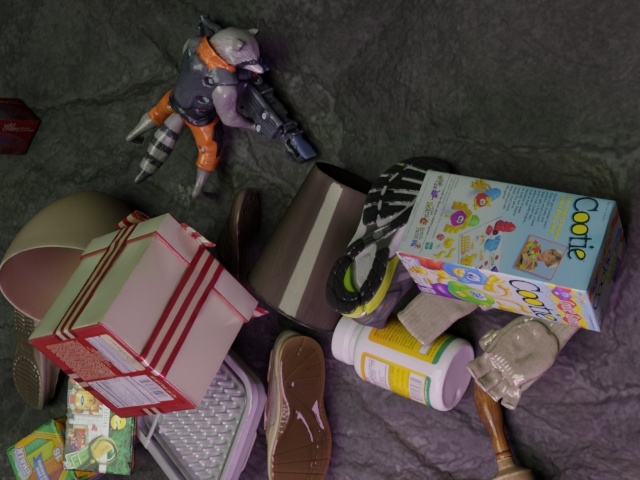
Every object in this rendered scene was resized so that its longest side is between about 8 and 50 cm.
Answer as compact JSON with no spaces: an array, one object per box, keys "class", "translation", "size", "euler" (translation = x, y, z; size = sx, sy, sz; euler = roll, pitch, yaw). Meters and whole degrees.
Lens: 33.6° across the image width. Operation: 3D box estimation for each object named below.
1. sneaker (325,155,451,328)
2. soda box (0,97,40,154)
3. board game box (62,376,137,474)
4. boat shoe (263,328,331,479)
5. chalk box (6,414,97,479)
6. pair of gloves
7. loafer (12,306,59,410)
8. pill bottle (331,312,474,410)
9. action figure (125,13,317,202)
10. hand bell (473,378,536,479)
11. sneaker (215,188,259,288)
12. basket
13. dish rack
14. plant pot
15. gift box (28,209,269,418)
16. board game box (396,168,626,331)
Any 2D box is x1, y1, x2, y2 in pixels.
[{"class":"sneaker","translation":[0.115,0.002,1.641],"size":[0.111,0.121,0.300],"euler":[23,74,34]},{"class":"soda box","translation":[-0.689,-0.228,2.089],"size":[0.083,0.263,0.092],"euler":[43,115,23]},{"class":"board game box","translation":[-0.408,0.303,1.988],"size":[0.136,0.030,0.260],"euler":[2,87,6]},{"class":"boat shoe","translation":[-0.047,0.304,1.819],"size":[0.098,0.109,0.302],"euler":[-161,70,-71]},{"class":"chalk box","translation":[-0.525,0.442,2.117],"size":[0.213,0.132,0.132],"euler":[-35,75,30]},{"class":"pair of gloves","translation":[0.257,0.111,1.576],"size":[0.240,0.042,0.204],"euler":[37,81,31]},{"class":"loafer","translation":[-0.561,0.226,2.152],"size":[0.102,0.092,0.269],"euler":[29,125,30]},{"class":"pill bottle","translation":[0.126,0.181,1.674],"size":[0.208,0.117,0.118],"euler":[18,103,31]},{"class":"action figure","translation":[-0.179,-0.212,1.814],"size":[0.341,0.178,0.330],"euler":[46,126,22]},{"class":"hand bell","translation":[0.275,0.318,1.610],"size":[0.126,0.126,0.242],"euler":[-29,67,32]},{"class":"sneaker","translation":[-0.157,-0.003,1.872],"size":[0.071,0.066,0.188],"euler":[13,103,30]},{"class":"basket","translation":[0.000,0.000,1.725],"size":[0.204,0.154,0.227],"euler":[42,111,49]},{"class":"dish rack","translation":[-0.211,0.294,1.887],"size":[0.333,0.072,0.286],"euler":[39,115,47]},{"class":"plant pot","translation":[-0.433,0.020,1.969],"size":[0.284,0.284,0.191],"euler":[-24,44,33]},{"class":"gift box","translation":[-0.257,0.118,1.705],"size":[0.276,0.258,0.255],"euler":[-11,131,41]},{"class":"board game box","translation":[0.273,0.013,1.508],"size":[0.275,0.142,0.144],"euler":[12,68,28]}]
